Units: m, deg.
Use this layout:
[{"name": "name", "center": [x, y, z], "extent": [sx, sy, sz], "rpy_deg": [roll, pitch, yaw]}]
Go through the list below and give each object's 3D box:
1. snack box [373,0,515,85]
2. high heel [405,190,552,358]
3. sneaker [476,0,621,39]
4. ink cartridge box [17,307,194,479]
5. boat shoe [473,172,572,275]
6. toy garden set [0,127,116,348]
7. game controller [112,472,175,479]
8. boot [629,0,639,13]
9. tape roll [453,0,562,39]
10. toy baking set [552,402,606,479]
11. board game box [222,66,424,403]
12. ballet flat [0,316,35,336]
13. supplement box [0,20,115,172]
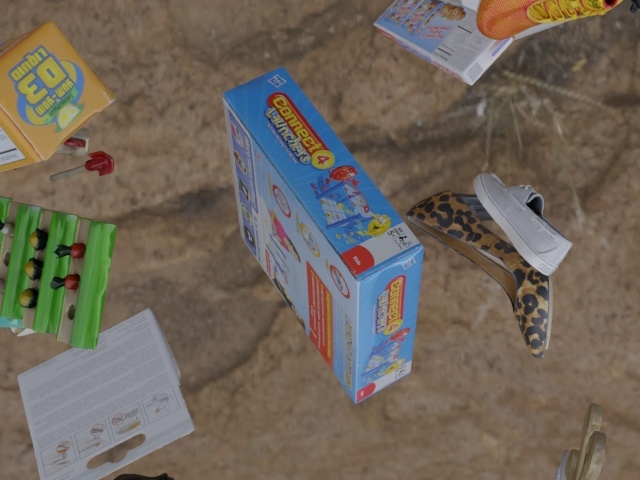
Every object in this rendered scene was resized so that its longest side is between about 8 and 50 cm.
[{"name": "snack box", "center": [0.121, -0.213, 1.204], "extent": [0.064, 0.178, 0.022], "rpy_deg": [-48, 128, 0]}, {"name": "high heel", "center": [0.218, 0.048, 1.639], "extent": [0.186, 0.261, 0.093], "rpy_deg": [-2, 149, -3]}, {"name": "sneaker", "center": [0.191, -0.197, 0.910], "extent": [0.175, 0.067, 0.064], "rpy_deg": [-26, 137, 37]}, {"name": "ink cartridge box", "center": [-0.250, 0.203, 1.404], "extent": [0.189, 0.232, 0.066], "rpy_deg": [-27, 133, -4]}, {"name": "boat shoe", "center": [0.256, -0.036, 1.503], "extent": [0.066, 0.184, 0.063], "rpy_deg": [29, 112, -36]}, {"name": "toy garden set", "center": [-0.266, -0.026, 1.074], "extent": [0.049, 0.244, 0.204], "rpy_deg": [9, 91, -40]}, {"name": "game controller", "center": [-0.118, 0.297, 0.957], "extent": [0.166, 0.319, 0.067], "rpy_deg": [38, 103, -12]}, {"name": "boot", "center": [0.182, -0.195, 0.380], "extent": [0.207, 0.094, 0.246], "rpy_deg": [-39, 164, -12]}, {"name": "tape roll", "center": [0.185, -0.345, 1.365], "extent": [0.169, 0.246, 0.246], "rpy_deg": [-21, 131, -9]}, {"name": "toy baking set", "center": [0.191, 0.237, 0.910], "extent": [0.030, 0.197, 0.256], "rpy_deg": [14, 153, 5]}, {"name": "board game box", "center": [0.000, 0.000, 1.446], "extent": [0.086, 0.302, 0.308], "rpy_deg": [-28, 151, -16]}, {"name": "ballet flat", "center": [-0.424, 0.089, 1.624], "extent": [0.247, 0.083, 0.087], "rpy_deg": [10, 133, -48]}, {"name": "supplement box", "center": [-0.250, -0.095, 0.887], "extent": [0.233, 0.078, 0.080], "rpy_deg": [-3, 128, 51]}]
